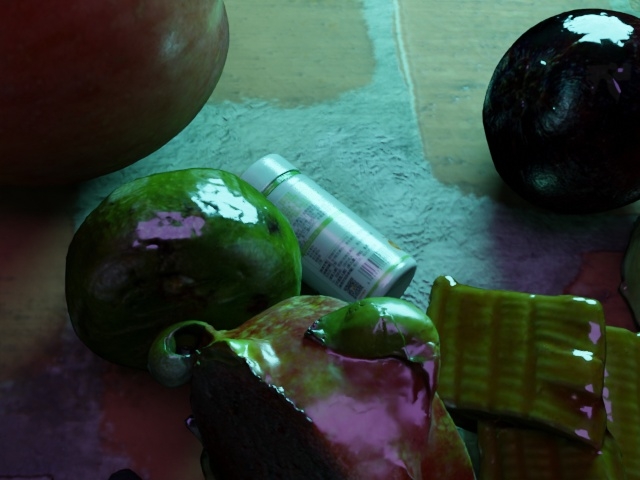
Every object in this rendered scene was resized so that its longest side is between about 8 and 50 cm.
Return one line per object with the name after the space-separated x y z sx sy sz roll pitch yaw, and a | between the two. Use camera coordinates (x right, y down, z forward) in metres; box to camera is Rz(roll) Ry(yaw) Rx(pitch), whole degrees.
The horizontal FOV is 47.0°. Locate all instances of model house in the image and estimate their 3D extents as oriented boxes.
0.188 0.140 0.589 0.230 0.219 0.199 12 69 2 | model house

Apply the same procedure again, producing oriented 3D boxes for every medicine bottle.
0.000 0.000 0.722 0.183 0.086 0.086 39 63 17 | medicine bottle

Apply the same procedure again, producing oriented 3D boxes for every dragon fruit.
0.003 0.156 0.530 0.130 0.268 0.295 -31 74 -35 | dragon fruit

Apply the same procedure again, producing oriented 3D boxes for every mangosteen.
0.284 -0.125 0.763 0.216 0.216 0.216 2 58 -4 | mangosteen

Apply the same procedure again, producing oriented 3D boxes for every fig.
-0.122 0.000 0.664 0.203 0.203 0.235 -6 38 -9 | fig

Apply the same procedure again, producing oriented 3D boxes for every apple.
-0.271 -0.231 0.690 0.364 0.363 0.363 2 58 -4 | apple

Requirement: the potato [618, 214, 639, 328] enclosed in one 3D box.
0.426 -0.009 0.697 0.243 0.242 0.285 26 63 11 | potato

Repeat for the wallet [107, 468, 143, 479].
-0.103 0.271 0.503 0.285 0.030 0.146 24 32 33 | wallet
